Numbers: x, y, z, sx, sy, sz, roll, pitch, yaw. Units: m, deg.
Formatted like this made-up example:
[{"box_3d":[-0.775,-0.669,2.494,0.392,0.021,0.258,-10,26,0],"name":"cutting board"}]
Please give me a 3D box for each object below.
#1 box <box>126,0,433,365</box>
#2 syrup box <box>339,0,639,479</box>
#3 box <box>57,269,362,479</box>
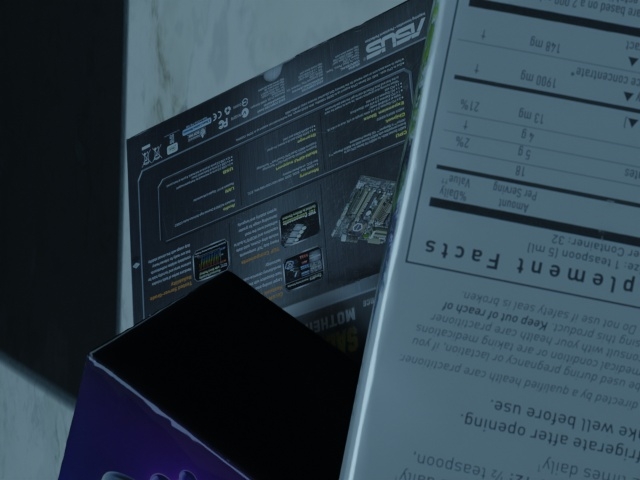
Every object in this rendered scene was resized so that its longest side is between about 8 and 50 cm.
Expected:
[{"box_3d":[0.000,0.000,0.772,0.231,0.056,0.183,-22,64,38],"name":"box"},{"box_3d":[0.067,-0.014,0.397,0.093,0.096,0.237,27,-107,-86],"name":"syrup box"},{"box_3d":[0.007,0.167,0.677,0.261,0.103,0.184,34,130,21],"name":"box"}]
